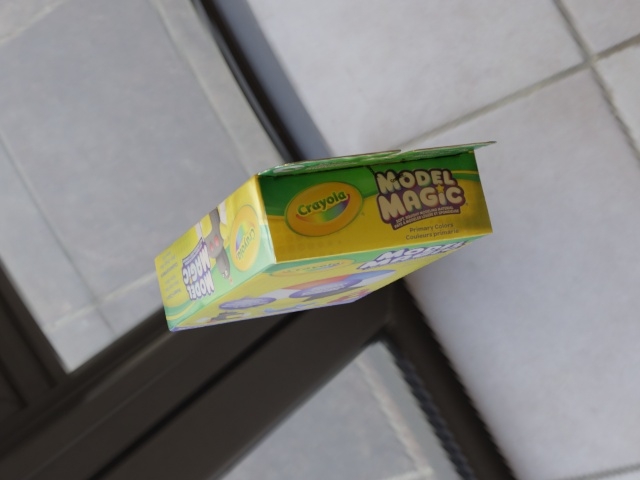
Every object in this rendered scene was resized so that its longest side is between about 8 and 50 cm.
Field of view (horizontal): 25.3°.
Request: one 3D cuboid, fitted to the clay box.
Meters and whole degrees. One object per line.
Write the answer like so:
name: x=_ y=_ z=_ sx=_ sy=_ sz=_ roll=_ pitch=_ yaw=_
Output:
clay box: x=0.000 y=0.000 z=0.793 sx=0.222 sy=0.127 sz=0.053 roll=150 pitch=110 yaw=-65
